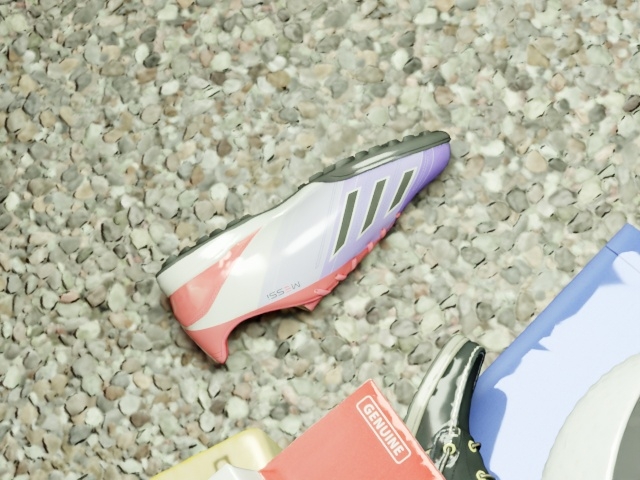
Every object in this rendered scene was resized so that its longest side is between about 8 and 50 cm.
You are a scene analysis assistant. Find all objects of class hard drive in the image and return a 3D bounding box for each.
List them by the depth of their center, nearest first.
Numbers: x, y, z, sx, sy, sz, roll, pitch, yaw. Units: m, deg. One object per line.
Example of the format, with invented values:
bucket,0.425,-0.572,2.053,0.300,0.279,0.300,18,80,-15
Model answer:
hard drive,0.233,0.164,1.487,0.319,0.040,0.210,-46,65,-6

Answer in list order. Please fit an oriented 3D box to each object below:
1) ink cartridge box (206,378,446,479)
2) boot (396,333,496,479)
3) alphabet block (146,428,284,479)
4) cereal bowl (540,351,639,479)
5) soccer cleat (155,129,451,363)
ink cartridge box,0.012,0.295,1.365,0.261,0.066,0.296,-41,67,9
boot,0.145,0.210,1.421,0.178,0.085,0.236,16,80,18
alphabet block,-0.080,0.309,1.543,0.193,0.192,0.197,-26,67,1
cereal bowl,0.281,0.244,1.326,0.141,0.339,0.339,-18,59,51
soccer cleat,0.000,0.000,1.696,0.318,0.108,0.116,-29,88,-1
